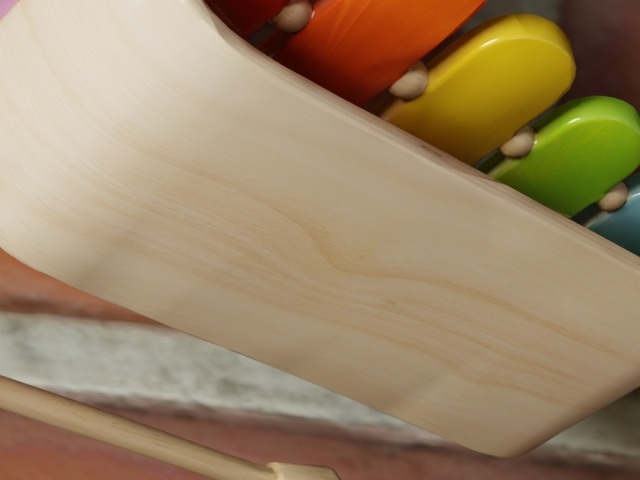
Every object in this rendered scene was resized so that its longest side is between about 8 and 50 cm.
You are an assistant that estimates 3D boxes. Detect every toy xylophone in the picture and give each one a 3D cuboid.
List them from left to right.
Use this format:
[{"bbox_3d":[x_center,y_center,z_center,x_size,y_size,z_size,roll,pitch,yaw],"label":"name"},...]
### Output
[{"bbox_3d":[0.000,0.000,0.577,0.236,0.081,0.323,-31,135,30],"label":"toy xylophone"}]

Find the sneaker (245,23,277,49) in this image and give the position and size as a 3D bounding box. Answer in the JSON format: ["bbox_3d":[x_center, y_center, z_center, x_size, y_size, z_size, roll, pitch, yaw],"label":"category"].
[{"bbox_3d":[-0.058,-0.121,0.547,0.132,0.229,0.086,-13,69,41],"label":"sneaker"}]
